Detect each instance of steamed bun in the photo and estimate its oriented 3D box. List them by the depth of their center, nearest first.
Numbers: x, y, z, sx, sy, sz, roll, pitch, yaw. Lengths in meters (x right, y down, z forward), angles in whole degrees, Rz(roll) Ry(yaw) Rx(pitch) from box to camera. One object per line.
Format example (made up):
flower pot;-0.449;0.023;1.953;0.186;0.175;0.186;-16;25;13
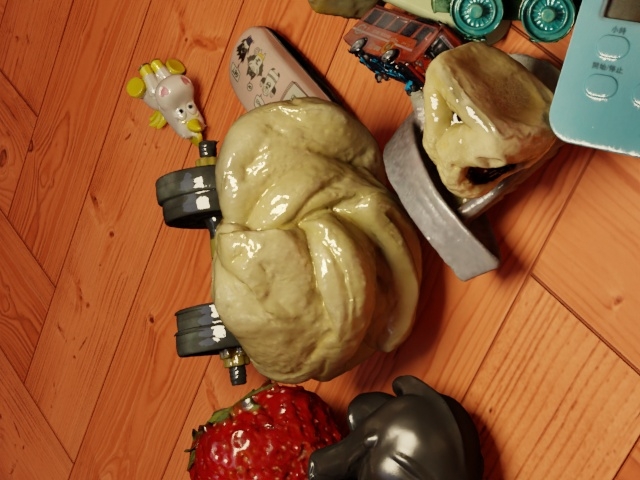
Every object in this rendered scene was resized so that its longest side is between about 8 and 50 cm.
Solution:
steamed bun;0.189;-0.129;1.596;0.172;0.141;0.155;54;138;28
steamed bun;0.003;0.004;1.798;0.230;0.325;0.372;-6;70;43

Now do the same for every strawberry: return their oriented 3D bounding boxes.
strawberry;-0.057;0.349;1.951;0.257;0.257;0.277;-34;92;45

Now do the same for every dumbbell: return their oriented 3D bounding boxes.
dumbbell;-0.152;0.034;2.078;0.185;0.185;0.388;-16;78;49

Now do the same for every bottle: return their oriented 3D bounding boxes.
bottle;0.164;-0.324;1.780;0.201;0.072;0.072;34;116;44

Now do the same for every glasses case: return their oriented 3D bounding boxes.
glasses case;-0.048;-0.212;2.030;0.314;0.075;0.122;52;131;35

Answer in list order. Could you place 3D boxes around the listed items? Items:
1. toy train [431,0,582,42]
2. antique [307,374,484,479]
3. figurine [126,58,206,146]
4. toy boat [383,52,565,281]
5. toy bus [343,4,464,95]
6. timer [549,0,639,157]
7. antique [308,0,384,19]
toy train;0.238;-0.326;1.607;0.203;0.112;0.163;4;109;9
antique;0.116;0.341;1.767;0.255;0.185;0.322;-19;73;50
figurine;-0.248;-0.233;2.272;0.178;0.109;0.129;33;142;44
toy boat;0.203;-0.124;1.729;0.276;0.111;0.293;47;112;39
toy bus;0.109;-0.259;1.791;0.096;0.073;0.235;-50;28;-3
timer;0.388;-0.212;1.472;0.232;0.091;0.250;15;99;35
antique;0.077;-0.454;1.838;0.284;0.125;0.150;-47;57;39
